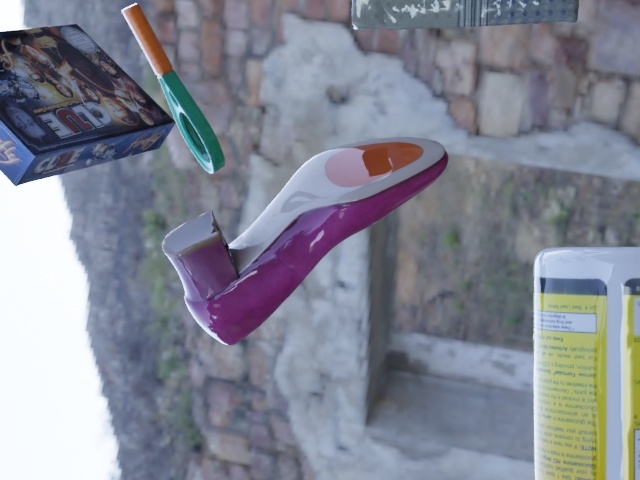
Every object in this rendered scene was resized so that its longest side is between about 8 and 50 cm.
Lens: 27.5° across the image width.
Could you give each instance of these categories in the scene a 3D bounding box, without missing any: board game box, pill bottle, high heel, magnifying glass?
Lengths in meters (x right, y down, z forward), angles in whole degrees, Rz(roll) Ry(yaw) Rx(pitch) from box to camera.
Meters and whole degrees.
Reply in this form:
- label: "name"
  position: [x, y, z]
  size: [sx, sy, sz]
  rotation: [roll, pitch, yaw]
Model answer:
- label: "board game box"
  position: [-0.274, -0.144, 1.322]
  size: [0.042, 0.165, 0.243]
  rotation: [-50, -11, 27]
- label: "pill bottle"
  position: [0.305, 0.172, 1.302]
  size: [0.188, 0.188, 0.333]
  rotation: [1, -90, -77]
- label: "high heel"
  position: [0.000, 0.000, 1.658]
  size: [0.127, 0.377, 0.181]
  rotation: [-99, -14, -52]
- label: "magnifying glass"
  position: [-0.183, -0.187, 1.631]
  size: [0.231, 0.026, 0.092]
  rotation: [64, 165, -16]

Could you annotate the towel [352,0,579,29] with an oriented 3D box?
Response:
- label: "towel"
  position: [0.192, -0.445, 1.781]
  size: [0.056, 0.324, 0.312]
  rotation: [-50, -40, -77]
